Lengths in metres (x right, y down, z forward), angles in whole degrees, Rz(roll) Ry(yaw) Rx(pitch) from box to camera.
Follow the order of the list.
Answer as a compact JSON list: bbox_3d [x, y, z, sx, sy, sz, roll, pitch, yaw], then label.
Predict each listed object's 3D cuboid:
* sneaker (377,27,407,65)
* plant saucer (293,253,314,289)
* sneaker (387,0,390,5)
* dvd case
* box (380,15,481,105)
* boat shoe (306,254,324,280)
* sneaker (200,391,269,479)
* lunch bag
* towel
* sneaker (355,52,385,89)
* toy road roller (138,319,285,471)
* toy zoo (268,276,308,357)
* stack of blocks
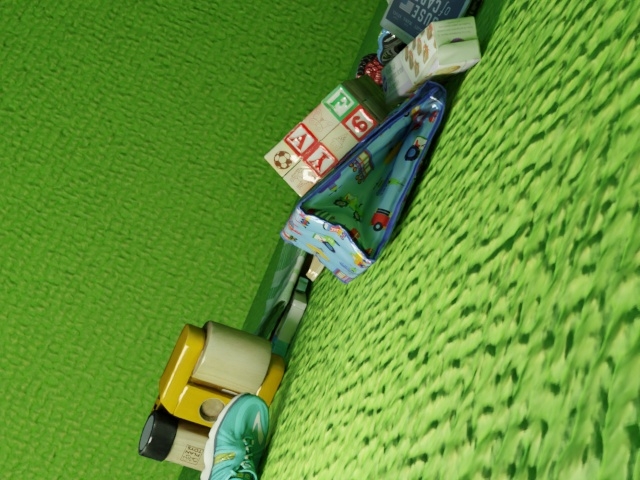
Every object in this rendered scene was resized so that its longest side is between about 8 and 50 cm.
[{"bbox_3d":[0.170,-0.418,2.181,0.067,0.078,0.188,-56,-11,-6],"label":"sneaker"},{"bbox_3d":[-0.030,0.045,2.284,0.198,0.036,0.198,-155,90,-85],"label":"plant saucer"},{"bbox_3d":[0.239,-0.534,1.758,0.350,0.131,0.148,-43,22,50],"label":"sneaker"},{"bbox_3d":[0.200,-0.418,1.598,0.179,0.030,0.238,47,118,44],"label":"dvd case"},{"bbox_3d":[0.158,-0.261,1.490,0.324,0.067,0.063,167,94,-80],"label":"box"},{"bbox_3d":[0.000,0.000,2.056,0.063,0.059,0.170,134,160,-74],"label":"boat shoe"},{"bbox_3d":[-0.136,0.385,1.657,0.110,0.107,0.275,-23,44,53],"label":"sneaker"},{"bbox_3d":[0.088,-0.101,1.467,0.293,0.138,0.221,-54,1,-13],"label":"lunch bag"},{"bbox_3d":[-0.072,0.060,2.240,0.248,0.038,0.325,123,170,-53],"label":"towel"},{"bbox_3d":[0.105,-0.300,2.305,0.125,0.104,0.262,88,-155,-61],"label":"sneaker"},{"bbox_3d":[-0.230,0.298,2.004,0.329,0.202,0.240,-64,18,14],"label":"toy road roller"},{"bbox_3d":[-0.090,0.216,2.138,0.192,0.030,0.293,-178,112,-84],"label":"toy zoo"},{"bbox_3d":[0.027,-0.184,1.677,0.171,0.087,0.297,-43,1,17],"label":"stack of blocks"}]
